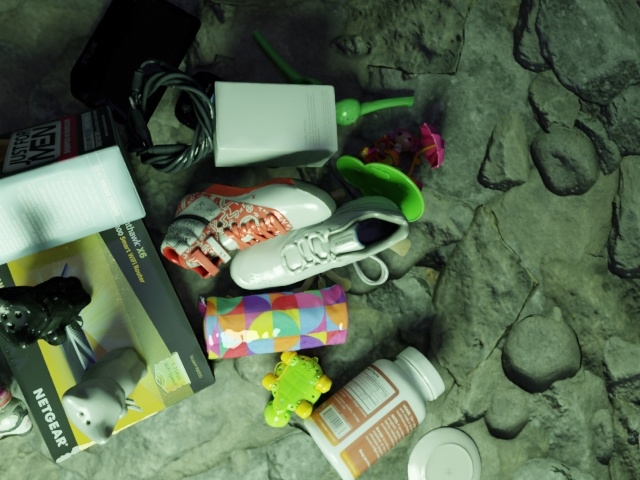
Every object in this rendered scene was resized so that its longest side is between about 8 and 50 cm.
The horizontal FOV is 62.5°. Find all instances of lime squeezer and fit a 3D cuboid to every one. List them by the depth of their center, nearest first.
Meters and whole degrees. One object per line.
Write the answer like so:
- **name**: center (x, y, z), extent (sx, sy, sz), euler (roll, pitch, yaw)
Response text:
- **lime squeezer**: center (0.017, -0.266, 0.916), extent (0.310, 0.059, 0.110), euler (20, 81, -10)

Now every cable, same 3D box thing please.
- **cable**: center (-0.224, -0.173, 0.765), extent (0.184, 0.047, 0.151), euler (36, 104, 25)

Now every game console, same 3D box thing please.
- **game console**: center (-0.202, -0.249, 0.870), extent (0.361, 0.044, 0.213), euler (26, 80, -10)

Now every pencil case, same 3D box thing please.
- **pencil case**: center (-0.073, 0.124, 0.833), extent (0.236, 0.104, 0.105), euler (-2, 86, -10)

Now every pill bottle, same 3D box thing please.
- **pill bottle**: center (0.090, 0.272, 0.851), extent (0.216, 0.121, 0.121), euler (-34, 93, -14)

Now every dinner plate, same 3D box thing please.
- **dinner plate**: center (0.221, 0.401, 0.925), extent (0.141, 0.017, 0.141), euler (1, 86, -13)

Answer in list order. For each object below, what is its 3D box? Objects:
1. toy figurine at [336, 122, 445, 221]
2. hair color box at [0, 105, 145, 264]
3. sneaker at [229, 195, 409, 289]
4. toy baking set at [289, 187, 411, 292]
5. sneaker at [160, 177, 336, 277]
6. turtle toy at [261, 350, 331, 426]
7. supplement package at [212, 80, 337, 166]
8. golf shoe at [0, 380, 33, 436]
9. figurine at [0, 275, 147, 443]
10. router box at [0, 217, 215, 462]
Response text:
- **toy figurine**: center (0.142, -0.143, 0.923), extent (0.173, 0.130, 0.159), euler (31, 63, 16)
- **hair color box**: center (-0.447, -0.056, 0.711), extent (0.374, 0.185, 0.114), euler (-21, 125, -14)
- **sneaker**: center (0.000, 0.000, 0.821), extent (0.296, 0.129, 0.111), euler (-22, 99, -7)
- **toy baking set**: center (0.017, 0.014, 0.907), extent (0.256, 0.030, 0.197), euler (-29, 98, -8)
- **sneaker**: center (-0.113, -0.011, 0.769), extent (0.269, 0.090, 0.145), euler (4, 57, 30)
- **turtle toy**: center (-0.044, 0.242, 0.850), extent (0.095, 0.066, 0.130), euler (36, 80, 16)
- **supplement package**: center (-0.074, -0.176, 0.818), extent (0.179, 0.105, 0.105), euler (-2, 85, -15)
- **golf shoe**: center (-0.485, 0.254, 0.725), extent (0.186, 0.068, 0.086), euler (-13, 118, 19)
- **figurine**: center (-0.303, 0.141, 0.642), extent (0.092, 0.209, 0.215), euler (-38, 94, -13)
- **router box**: center (-0.330, 0.125, 0.787), extent (0.242, 0.081, 0.309), euler (-25, 91, -14)
